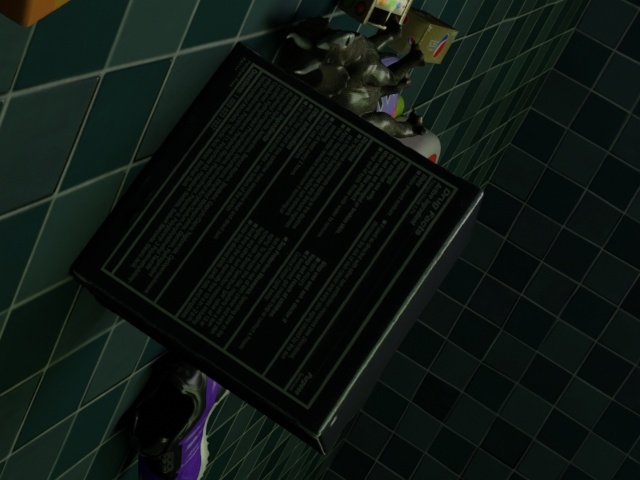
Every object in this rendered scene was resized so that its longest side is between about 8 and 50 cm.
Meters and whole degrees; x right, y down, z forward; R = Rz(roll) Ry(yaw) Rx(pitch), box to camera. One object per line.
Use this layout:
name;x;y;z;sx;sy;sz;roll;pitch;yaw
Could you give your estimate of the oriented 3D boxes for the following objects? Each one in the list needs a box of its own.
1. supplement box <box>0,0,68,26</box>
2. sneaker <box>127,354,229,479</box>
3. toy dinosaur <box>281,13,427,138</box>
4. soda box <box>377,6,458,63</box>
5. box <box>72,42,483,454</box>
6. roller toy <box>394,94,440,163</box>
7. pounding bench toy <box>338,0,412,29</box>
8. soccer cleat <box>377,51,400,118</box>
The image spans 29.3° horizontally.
supplement box;-0.135;-0.229;0.780;0.233;0.080;0.078;-49;168;-42
sneaker;-0.216;0.264;1.671;0.146;0.102;0.293;-32;147;-55
toy dinosaur;0.036;-0.164;1.413;0.160;0.121;0.313;-19;144;-9
soda box;0.139;-0.291;1.733;0.058;0.061;0.181;-60;167;15
box;-0.037;0.015;1.262;0.296;0.294;0.182;-55;167;-11
roller toy;0.082;-0.096;1.798;0.191;0.146;0.209;-53;168;-17
pounding bench toy;0.054;-0.289;1.448;0.065;0.083;0.052;9;114;-42
soccer cleat;0.048;-0.148;1.601;0.318;0.116;0.108;-43;161;-49
